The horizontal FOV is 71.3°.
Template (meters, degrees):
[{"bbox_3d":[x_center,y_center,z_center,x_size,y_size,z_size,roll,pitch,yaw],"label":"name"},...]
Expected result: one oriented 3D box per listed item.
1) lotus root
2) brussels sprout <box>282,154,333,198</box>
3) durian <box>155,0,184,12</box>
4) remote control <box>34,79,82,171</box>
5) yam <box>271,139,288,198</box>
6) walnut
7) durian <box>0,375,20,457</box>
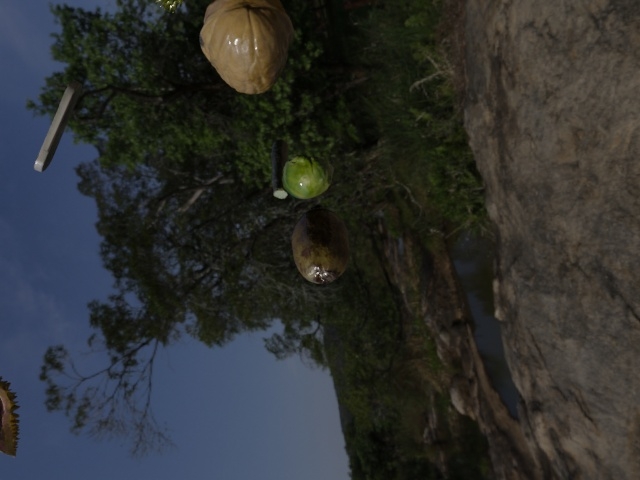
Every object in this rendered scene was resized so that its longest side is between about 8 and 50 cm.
[{"bbox_3d":[0.000,0.000,1.138,0.128,0.145,0.260,65,-167,-45],"label":"lotus root"},{"bbox_3d":[-0.040,-0.181,1.320,0.151,0.149,0.122,-178,97,-85],"label":"brussels sprout"},{"bbox_3d":[-0.414,-0.815,1.219,0.169,0.158,0.355,-96,17,-60],"label":"durian"},{"bbox_3d":[-0.641,-0.276,1.089,0.245,0.022,0.077,-58,23,13],"label":"remote control"},{"bbox_3d":[-0.132,-0.236,1.464,0.061,0.061,0.274,78,-175,-47],"label":"yam"},{"bbox_3d":[-0.173,-0.476,1.072,0.261,0.225,0.224,123,138,-79],"label":"walnut"},{"bbox_3d":[-0.595,0.280,0.725,0.132,0.183,0.165,-112,28,-50],"label":"durian"}]
